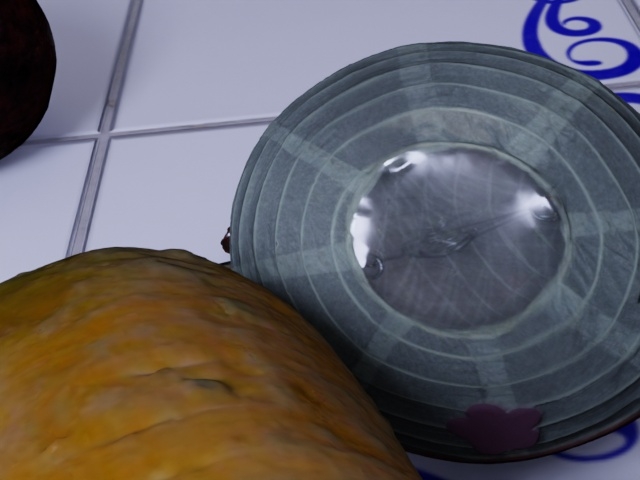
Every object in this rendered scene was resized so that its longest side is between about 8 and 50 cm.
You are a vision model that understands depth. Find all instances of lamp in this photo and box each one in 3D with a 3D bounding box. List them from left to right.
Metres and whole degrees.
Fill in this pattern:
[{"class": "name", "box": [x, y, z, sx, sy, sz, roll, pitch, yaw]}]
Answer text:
[{"class": "lamp", "box": [0.085, 0.007, 0.621, 0.265, 0.233, 0.233, -5, 36, 12]}]

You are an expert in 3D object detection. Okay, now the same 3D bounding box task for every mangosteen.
[{"class": "mangosteen", "box": [-0.345, -0.124, 0.906, 0.236, 0.235, 0.261, 22, 88, 34]}]

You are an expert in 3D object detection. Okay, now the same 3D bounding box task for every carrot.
[{"class": "carrot", "box": [-0.062, 0.127, 0.437, 0.224, 0.224, 0.341, -19, 17, -17]}]

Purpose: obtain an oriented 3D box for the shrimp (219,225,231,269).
[{"class": "shrimp", "box": [0.000, -0.001, 0.791, 0.253, 0.058, 0.173, -16, 29, -18]}]
